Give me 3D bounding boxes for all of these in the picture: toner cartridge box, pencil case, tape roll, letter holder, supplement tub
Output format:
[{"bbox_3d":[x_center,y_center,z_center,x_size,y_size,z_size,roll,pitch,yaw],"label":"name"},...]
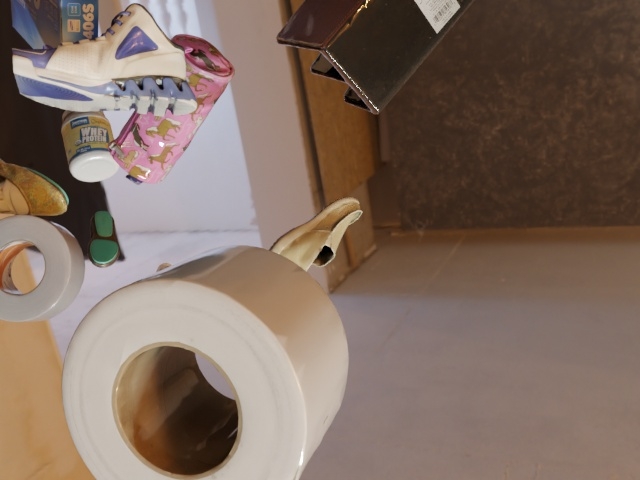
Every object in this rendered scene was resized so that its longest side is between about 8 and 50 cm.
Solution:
[{"bbox_3d":[-0.557,-0.471,1.323,0.075,0.165,0.348,-14,-140,-35],"label":"toner cartridge box"},{"bbox_3d":[-0.362,-0.309,1.531,0.386,0.160,0.167,-46,-172,31],"label":"pencil case"},{"bbox_3d":[-0.610,0.060,1.331,0.219,0.219,0.072,-9,171,3],"label":"tape roll"},{"bbox_3d":[0.096,-0.392,1.076,0.302,0.152,0.214,-50,-146,-2],"label":"letter holder"},{"bbox_3d":[-0.691,-0.293,1.913,0.144,0.200,0.144,-18,160,-7],"label":"supplement tub"},{"bbox_3d":[-0.107,0.138,0.648,0.246,0.246,0.169,-4,-172,17],"label":"tape roll"}]

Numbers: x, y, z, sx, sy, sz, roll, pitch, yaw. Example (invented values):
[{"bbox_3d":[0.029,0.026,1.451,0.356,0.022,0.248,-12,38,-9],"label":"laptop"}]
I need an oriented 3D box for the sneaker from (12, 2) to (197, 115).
[{"bbox_3d":[-0.385,-0.335,1.165,0.315,0.182,0.127,2,171,-23],"label":"sneaker"}]

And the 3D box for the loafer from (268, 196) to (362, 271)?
[{"bbox_3d":[0.000,0.000,1.286,0.268,0.092,0.102,-35,173,-39],"label":"loafer"}]

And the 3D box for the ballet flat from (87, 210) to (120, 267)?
[{"bbox_3d":[-0.503,0.014,1.480,0.074,0.074,0.203,-12,-139,-9],"label":"ballet flat"}]

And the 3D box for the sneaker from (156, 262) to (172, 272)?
[{"bbox_3d":[-0.277,0.097,1.149,0.040,0.109,0.043,-5,-165,-35],"label":"sneaker"}]

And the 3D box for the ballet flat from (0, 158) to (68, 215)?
[{"bbox_3d":[-0.724,-0.122,1.450,0.348,0.123,0.123,26,-148,23],"label":"ballet flat"}]
